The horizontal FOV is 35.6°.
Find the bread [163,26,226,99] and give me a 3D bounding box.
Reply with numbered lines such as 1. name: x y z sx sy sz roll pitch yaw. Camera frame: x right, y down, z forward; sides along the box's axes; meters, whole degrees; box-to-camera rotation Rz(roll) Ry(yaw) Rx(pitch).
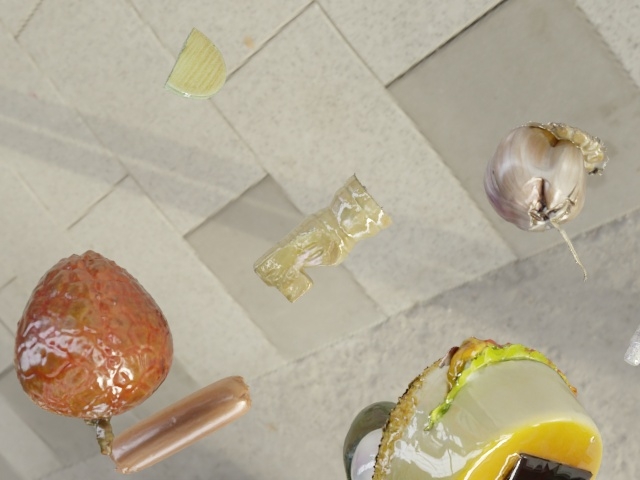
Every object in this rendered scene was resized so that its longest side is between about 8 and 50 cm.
1. bread: -0.251 -0.349 2.068 0.112 0.192 0.036 30 139 -17

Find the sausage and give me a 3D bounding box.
1. sausage: -0.260 0.343 1.857 0.086 0.289 0.086 63 177 7

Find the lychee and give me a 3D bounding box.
1. lychee: -0.340 0.169 1.511 0.255 0.255 0.299 -6 105 43

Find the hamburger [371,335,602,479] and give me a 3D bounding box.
1. hamburger: 0.194 0.260 1.189 0.179 0.276 0.294 37 104 50

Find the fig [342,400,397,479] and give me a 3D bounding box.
1. fig: 0.119 0.430 1.870 0.195 0.244 0.195 24 168 6

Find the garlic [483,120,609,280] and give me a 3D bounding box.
1. garlic: 0.397 -0.079 1.622 0.256 0.207 0.207 49 142 18

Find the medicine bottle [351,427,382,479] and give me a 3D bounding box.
1. medicine bottle: 0.215 0.397 1.592 0.341 0.130 0.130 17 137 -1

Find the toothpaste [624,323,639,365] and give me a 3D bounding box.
1. toothpaste: 0.519 0.105 1.528 0.031 0.190 0.048 30 170 10

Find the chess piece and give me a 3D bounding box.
1. chess piece: 0.000 0.000 2.122 0.137 0.301 0.137 52 -178 -3
